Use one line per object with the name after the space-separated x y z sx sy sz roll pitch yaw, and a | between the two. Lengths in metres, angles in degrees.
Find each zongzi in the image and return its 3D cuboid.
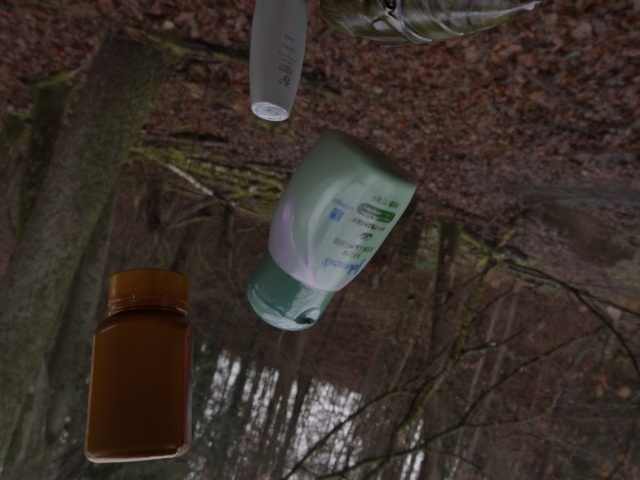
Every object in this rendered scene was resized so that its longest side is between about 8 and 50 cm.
0.184 -0.323 0.658 0.299 0.139 0.286 25 -138 39 | zongzi

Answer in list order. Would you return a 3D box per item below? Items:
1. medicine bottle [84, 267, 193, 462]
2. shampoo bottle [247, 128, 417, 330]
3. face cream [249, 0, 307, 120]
-0.218 0.155 0.657 0.111 0.222 0.149 0 160 -10 | medicine bottle
0.000 0.000 0.886 0.221 0.350 0.151 12 -152 -47 | shampoo bottle
-0.051 -0.236 0.630 0.072 0.182 0.051 15 164 -37 | face cream
